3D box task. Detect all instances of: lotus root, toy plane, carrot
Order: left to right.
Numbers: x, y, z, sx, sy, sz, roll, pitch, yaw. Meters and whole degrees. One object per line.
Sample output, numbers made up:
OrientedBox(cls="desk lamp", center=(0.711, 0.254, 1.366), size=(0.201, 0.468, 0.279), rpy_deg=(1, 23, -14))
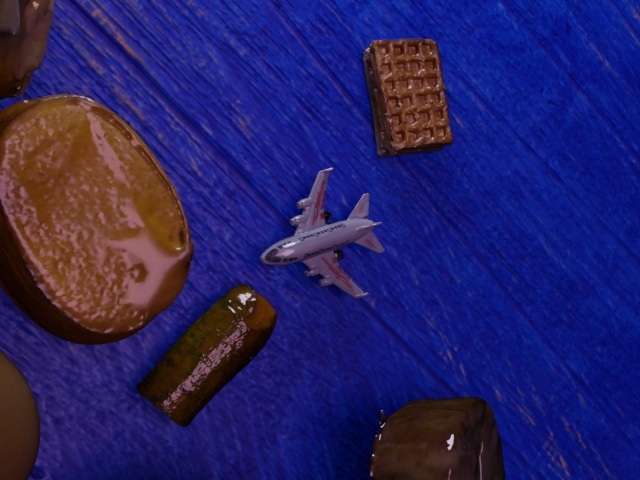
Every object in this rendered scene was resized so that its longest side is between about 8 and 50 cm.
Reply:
OrientedBox(cls="carrot", center=(-0.123, 0.128, 0.995), size=(0.173, 0.082, 0.082), rpy_deg=(-45, 104, -14))
OrientedBox(cls="toy plane", center=(0.000, 0.000, 1.069), size=(0.171, 0.065, 0.162), rpy_deg=(-17, 94, -23))
OrientedBox(cls="lotus root", center=(0.138, 0.381, 1.001), size=(0.375, 0.111, 0.391), rpy_deg=(60, 36, -47))

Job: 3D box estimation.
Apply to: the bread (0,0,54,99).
OrientedBox(cls="bread", center=(-0.442, -0.225, 0.784), size=(0.388, 0.236, 0.183), rpy_deg=(13, 94, -19))

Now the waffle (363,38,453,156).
OrientedBox(cls="waffle", center=(0.113, -0.187, 1.149), size=(0.102, 0.042, 0.148), rpy_deg=(-9, 90, -24))

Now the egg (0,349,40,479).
OrientedBox(cls="egg", center=(-0.408, 0.166, 0.763), size=(0.322, 0.250, 0.250), rpy_deg=(8, 82, -31))

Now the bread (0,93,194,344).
OrientedBox(cls="bread", center=(-0.249, -0.023, 0.911), size=(0.195, 0.142, 0.270), rpy_deg=(-33, 102, -26))
